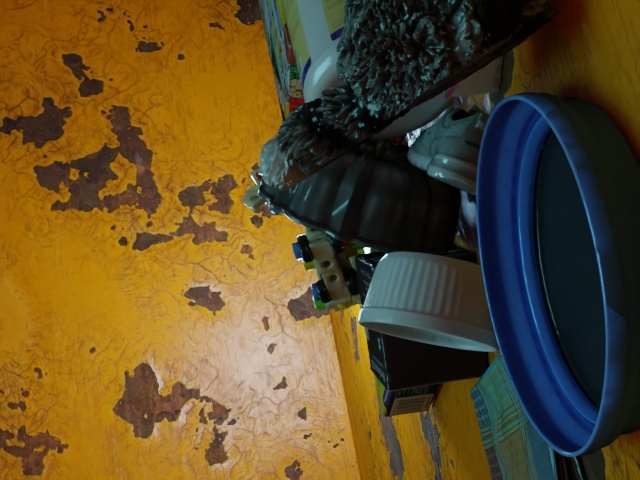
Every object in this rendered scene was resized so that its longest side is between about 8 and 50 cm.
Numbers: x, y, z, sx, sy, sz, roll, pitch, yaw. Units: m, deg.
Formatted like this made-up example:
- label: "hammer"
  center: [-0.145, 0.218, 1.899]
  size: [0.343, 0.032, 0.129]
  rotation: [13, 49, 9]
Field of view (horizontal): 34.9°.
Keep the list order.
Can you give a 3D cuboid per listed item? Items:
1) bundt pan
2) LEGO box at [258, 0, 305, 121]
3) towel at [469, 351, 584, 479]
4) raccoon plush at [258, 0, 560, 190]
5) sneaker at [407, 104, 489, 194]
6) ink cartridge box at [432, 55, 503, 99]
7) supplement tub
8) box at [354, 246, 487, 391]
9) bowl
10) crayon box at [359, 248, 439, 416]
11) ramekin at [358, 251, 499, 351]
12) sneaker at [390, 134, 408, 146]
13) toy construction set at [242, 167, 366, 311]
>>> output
- label: "bundt pan"
  center: [0.075, -0.092, 1.606]
  size: [0.331, 0.330, 0.124]
  rotation: [-116, 41, -68]
- label: "LEGO box"
  center: [-0.024, -0.528, 2.279]
  size: [0.372, 0.193, 0.500]
  rotation: [94, 166, -62]
- label: "towel"
  center: [0.281, 0.291, 1.426]
  size: [0.370, 0.040, 0.272]
  rotation: [99, 162, -68]
- label: "raccoon plush"
  center: [0.040, -0.285, 1.130]
  size: [0.299, 0.446, 0.216]
  rotation: [58, -167, 0]
- label: "sneaker"
  center: [0.202, -0.137, 1.451]
  size: [0.281, 0.105, 0.115]
  rotation: [-116, 51, -78]
- label: "ink cartridge box"
  center: [0.158, -0.248, 1.340]
  size: [0.092, 0.143, 0.090]
  rotation: [-105, 10, -47]
- label: "supplement tub"
  center: [0.067, -0.346, 1.561]
  size: [0.241, 0.241, 0.331]
  rotation: [93, 167, -58]
- label: "box"
  center: [0.161, 0.118, 1.657]
  size: [0.168, 0.167, 0.203]
  rotation: [-147, 49, -81]
- label: "bowl"
  center: [0.263, 0.032, 1.102]
  size: [0.391, 0.077, 0.391]
  rotation: [172, 90, -84]
- label: "crayon box"
  center: [0.156, 0.134, 1.983]
  size: [0.363, 0.106, 0.313]
  rotation: [96, 165, -62]
- label: "ramekin"
  center: [0.165, 0.088, 1.470]
  size: [0.207, 0.207, 0.109]
  rotation: [123, 159, -80]
- label: "sneaker"
  center: [0.071, -0.147, 1.832]
  size: [0.124, 0.180, 0.321]
  rotation: [33, 175, 19]
- label: "toy construction set"
  center: [0.000, 0.000, 1.811]
  size: [0.328, 0.151, 0.215]
  rotation: [50, -160, -35]
